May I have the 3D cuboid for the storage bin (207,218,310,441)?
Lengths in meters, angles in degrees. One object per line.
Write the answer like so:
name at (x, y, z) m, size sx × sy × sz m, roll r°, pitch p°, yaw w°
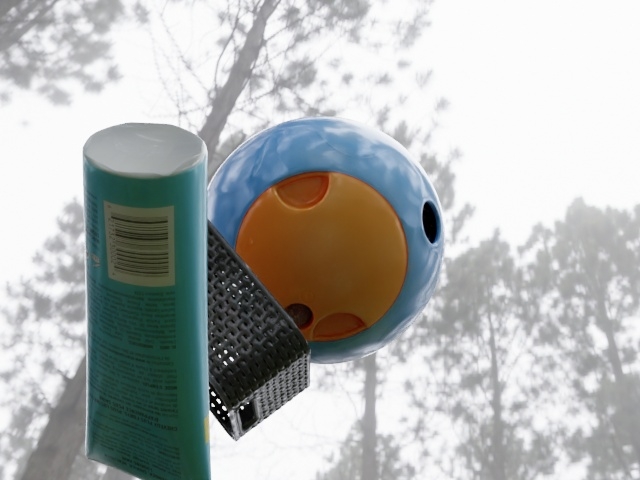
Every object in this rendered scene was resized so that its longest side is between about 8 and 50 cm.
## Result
storage bin at (-0.094, 0.067, 0.801) m, size 0.084 × 0.180 × 0.122 m, roll -34°, pitch -22°, yaw -17°

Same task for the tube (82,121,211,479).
tube at (-0.084, 0.047, 0.450) m, size 0.080 × 0.052 × 0.207 m, roll 22°, pitch -55°, yaw 22°

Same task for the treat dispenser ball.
treat dispenser ball at (0.000, 0.000, 1.089) m, size 0.288 × 0.288 × 0.288 m, roll 3°, pitch -58°, yaw 5°
